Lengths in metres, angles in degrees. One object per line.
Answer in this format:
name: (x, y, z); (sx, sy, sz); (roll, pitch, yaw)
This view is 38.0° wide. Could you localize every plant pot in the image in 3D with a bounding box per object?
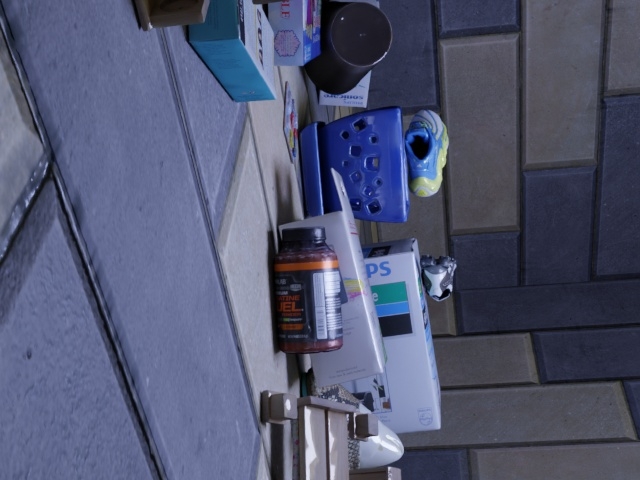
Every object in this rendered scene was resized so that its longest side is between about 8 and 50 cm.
plant pot: (0.074, -0.156, 1.956); (0.236, 0.212, 0.235); (-50, 135, -80)

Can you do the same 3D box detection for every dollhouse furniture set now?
dollhouse furniture set: (-0.097, -0.293, 0.873); (0.144, 0.151, 0.123); (-89, 172, -50)
dollhouse furniture set: (-0.030, 0.411, 1.429); (0.356, 0.174, 0.303); (28, 55, -53)

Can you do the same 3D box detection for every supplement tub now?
supplement tub: (-0.021, 0.077, 1.478); (0.106, 0.106, 0.197); (7, 78, -83)

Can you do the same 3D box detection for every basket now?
basket: (0.057, -0.412, 1.936); (0.227, 0.154, 0.204); (-156, -116, -77)

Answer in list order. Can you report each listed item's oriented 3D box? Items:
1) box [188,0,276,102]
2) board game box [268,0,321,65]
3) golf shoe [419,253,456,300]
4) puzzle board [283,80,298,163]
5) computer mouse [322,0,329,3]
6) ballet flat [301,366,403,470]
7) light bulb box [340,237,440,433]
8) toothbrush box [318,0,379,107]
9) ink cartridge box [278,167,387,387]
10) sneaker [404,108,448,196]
box: (-0.105, -0.253, 1.155); (0.244, 0.060, 0.100); (48, 38, -79)
board game box: (-0.043, -0.487, 1.687); (0.318, 0.066, 0.317); (-71, 161, -74)
golf shoe: (0.239, 0.078, 1.925); (0.198, 0.077, 0.093); (11, 80, -75)
puzzle board: (-0.055, -0.224, 1.764); (0.096, 0.011, 0.128); (77, 10, -52)
computer mouse: (0.012, -0.640, 1.995); (0.262, 0.060, 0.184); (-90, 170, -46)
ballet flat: (0.078, 0.458, 1.747); (0.164, 0.182, 0.482); (-60, 145, -76)
light bulb box: (0.120, 0.194, 1.981); (0.358, 0.226, 0.360); (-38, 119, -82)
toothbrush box: (0.065, -0.502, 2.252); (0.295, 0.126, 0.216); (97, -5, -50)
ink cartridge box: (0.018, 0.062, 1.631); (0.207, 0.119, 0.353); (7, 70, -83)
sneaker: (0.219, -0.211, 1.923); (0.126, 0.091, 0.240); (77, 13, -50)
